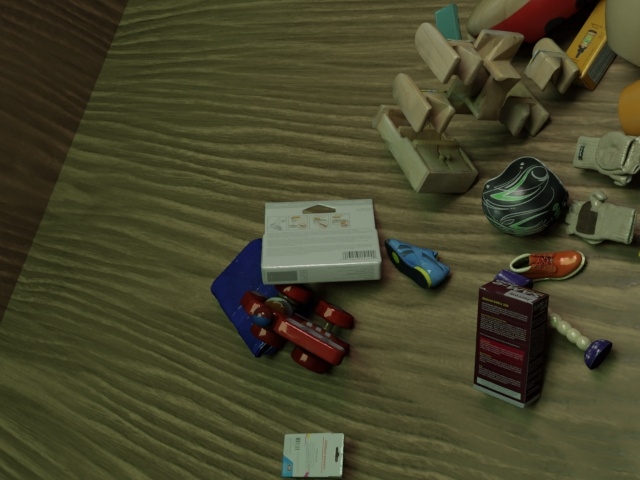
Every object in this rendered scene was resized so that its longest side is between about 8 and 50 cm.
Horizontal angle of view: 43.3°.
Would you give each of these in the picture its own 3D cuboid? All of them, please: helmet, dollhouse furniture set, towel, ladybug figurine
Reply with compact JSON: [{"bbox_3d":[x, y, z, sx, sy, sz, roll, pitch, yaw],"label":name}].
[{"bbox_3d":[0.448,-0.087,1.798,0.161,0.169,0.169,-40,50,-3],"label":"helmet"},{"bbox_3d":[0.316,-0.340,1.896,0.257,0.362,0.394,63,142,35],"label":"dollhouse furniture set"},{"bbox_3d":[-0.162,0.156,2.245,0.228,0.076,0.308,-46,49,4],"label":"towel"},{"bbox_3d":[0.542,-0.597,1.893,0.449,0.305,0.162,-37,96,28],"label":"ladybug figurine"}]

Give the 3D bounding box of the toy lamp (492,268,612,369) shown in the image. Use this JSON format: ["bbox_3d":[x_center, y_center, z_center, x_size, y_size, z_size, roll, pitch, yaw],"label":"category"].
[{"bbox_3d":[0.480,0.156,1.697,0.274,0.080,0.080,39,97,32],"label":"toy lamp"}]

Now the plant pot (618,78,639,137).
[{"bbox_3d":[0.726,-0.275,1.648,0.188,0.205,0.205,-7,66,53],"label":"plant pot"}]

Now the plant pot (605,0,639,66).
[{"bbox_3d":[0.715,-0.468,1.701,0.284,0.284,0.191,54,130,39],"label":"plant pot"}]

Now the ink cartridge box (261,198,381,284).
[{"bbox_3d":[0.000,0.000,2.079,0.296,0.066,0.261,-2,39,0],"label":"ink cartridge box"}]

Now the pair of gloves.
[{"bbox_3d":[0.606,-0.109,1.707,0.204,0.042,0.240,-176,94,-68],"label":"pair of gloves"}]

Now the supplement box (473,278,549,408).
[{"bbox_3d":[0.397,0.214,1.693,0.130,0.073,0.240,18,117,41],"label":"supplement box"}]

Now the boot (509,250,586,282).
[{"bbox_3d":[0.492,0.052,1.756,0.157,0.084,0.059,-17,60,30],"label":"boot"}]

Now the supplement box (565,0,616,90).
[{"bbox_3d":[0.648,-0.467,1.858,0.078,0.080,0.233,37,94,43],"label":"supplement box"}]

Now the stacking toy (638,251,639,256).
[{"bbox_3d":[0.746,0.073,1.571,0.167,0.052,0.221,-34,56,25],"label":"stacking toy"}]

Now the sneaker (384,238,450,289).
[{"bbox_3d":[0.237,0.046,1.984,0.082,0.069,0.209,-30,37,-16],"label":"sneaker"}]

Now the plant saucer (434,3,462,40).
[{"bbox_3d":[0.345,-0.553,2.175,0.067,0.018,0.192,-20,61,31],"label":"plant saucer"}]

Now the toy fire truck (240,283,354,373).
[{"bbox_3d":[-0.063,0.207,1.984,0.302,0.254,0.169,30,91,10],"label":"toy fire truck"}]

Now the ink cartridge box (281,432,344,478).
[{"bbox_3d":[-0.003,0.525,1.962,0.181,0.061,0.104,-11,65,35],"label":"ink cartridge box"}]
